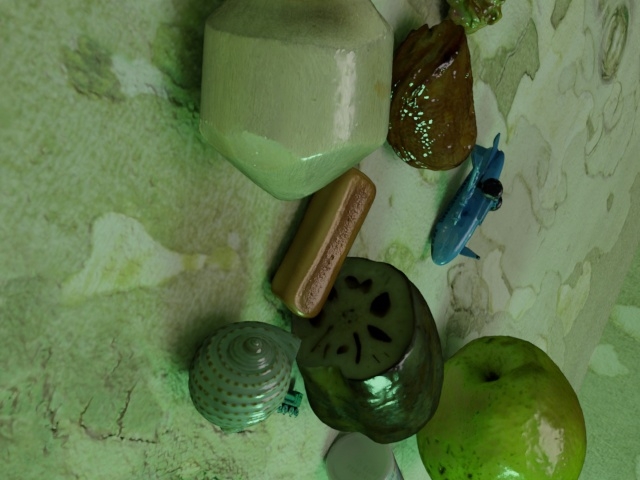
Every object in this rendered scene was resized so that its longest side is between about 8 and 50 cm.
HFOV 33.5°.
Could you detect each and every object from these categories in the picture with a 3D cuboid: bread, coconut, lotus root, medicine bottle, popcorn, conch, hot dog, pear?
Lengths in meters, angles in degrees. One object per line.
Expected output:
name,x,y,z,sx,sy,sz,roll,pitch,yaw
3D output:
bread,0.000,0.000,1.609,0.092,0.074,0.239,37,75,-43
coconut,-0.027,-0.177,1.284,0.237,0.237,0.266,-26,130,-53
lotus root,0.083,0.198,1.731,0.250,0.250,0.346,-55,153,-25
medicine bottle,0.109,0.500,2.059,0.130,0.130,0.341,-56,148,-24
popcorn,0.259,-0.395,1.811,0.097,0.089,0.109,-62,156,8
conch,-0.118,0.184,1.465,0.200,0.131,0.172,-42,-160,42
hot dog,0.186,-0.233,1.745,0.196,0.122,0.272,-56,153,-21
pear,0.379,0.383,2.235,0.391,0.391,0.391,-38,139,-44

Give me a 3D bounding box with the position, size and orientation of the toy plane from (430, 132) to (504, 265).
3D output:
toy plane,0.294,-0.070,2.062,0.254,0.105,0.271,57,52,-73

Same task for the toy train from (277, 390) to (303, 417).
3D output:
toy train,-0.058,0.262,1.725,0.092,0.029,0.045,33,71,-60
